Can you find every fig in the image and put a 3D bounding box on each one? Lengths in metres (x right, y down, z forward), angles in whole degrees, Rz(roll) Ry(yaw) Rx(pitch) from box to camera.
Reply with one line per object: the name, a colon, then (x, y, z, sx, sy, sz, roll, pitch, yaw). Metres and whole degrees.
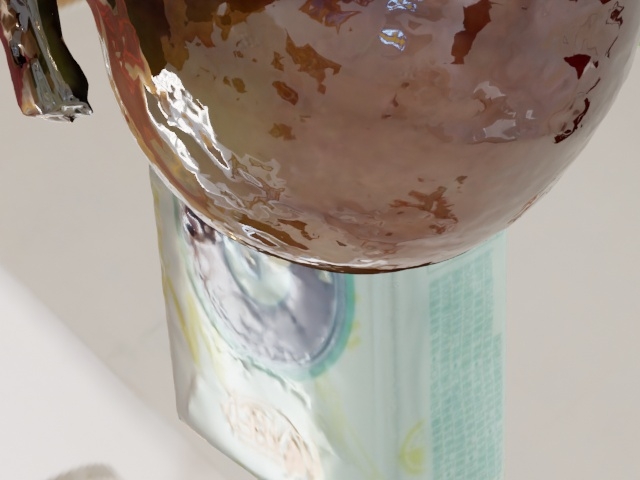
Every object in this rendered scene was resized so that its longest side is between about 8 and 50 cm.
fig: (0.012, -0.108, 0.490, 0.235, 0.214, 0.235, -54, -165, 22)

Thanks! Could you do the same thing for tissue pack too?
tissue pack: (0.000, 0.000, 1.009, 0.162, 0.287, 0.388, -22, 121, -35)

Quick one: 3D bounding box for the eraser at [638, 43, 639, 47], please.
eraser: (0.416, -0.278, 1.366, 0.092, 0.274, 0.210, 99, 3, -64)
